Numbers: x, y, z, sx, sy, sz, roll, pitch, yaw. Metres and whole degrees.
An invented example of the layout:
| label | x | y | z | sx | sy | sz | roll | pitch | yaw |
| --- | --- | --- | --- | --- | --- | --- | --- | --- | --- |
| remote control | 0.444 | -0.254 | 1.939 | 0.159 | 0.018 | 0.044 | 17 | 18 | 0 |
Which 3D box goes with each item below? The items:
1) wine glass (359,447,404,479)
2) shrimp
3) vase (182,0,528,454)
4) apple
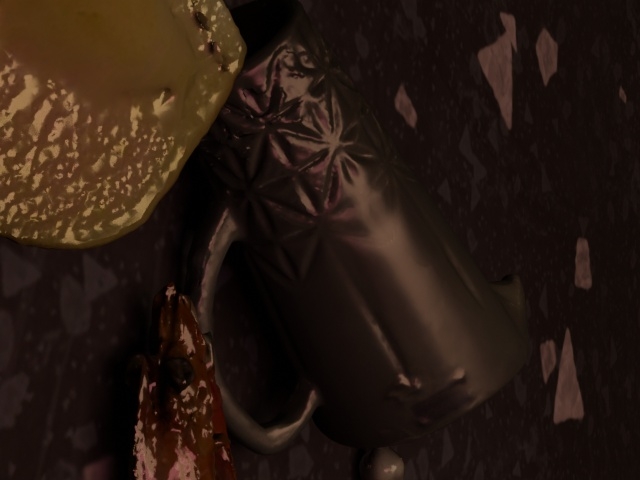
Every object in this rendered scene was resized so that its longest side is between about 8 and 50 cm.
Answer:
| label | x | y | z | sx | sy | sz | roll | pitch | yaw |
| --- | --- | --- | --- | --- | --- | --- | --- | --- | --- |
| wine glass | 0.048 | 0.179 | 0.994 | 0.039 | 0.042 | 0.083 | -9 | 99 | -30 |
| shrimp | -0.073 | 0.168 | 0.773 | 0.154 | 0.062 | 0.294 | -24 | 114 | -69 |
| vase | 0.000 | 0.000 | 0.842 | 0.251 | 0.156 | 0.300 | -42 | 122 | -22 |
| apple | -0.160 | -0.116 | 0.586 | 0.193 | 0.120 | 0.265 | -56 | 133 | -29 |
